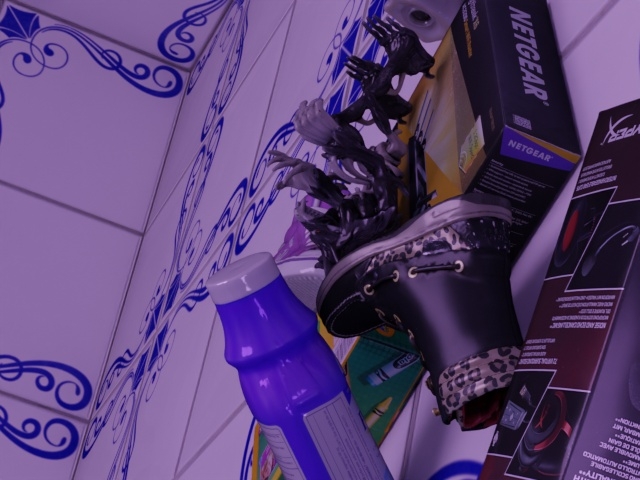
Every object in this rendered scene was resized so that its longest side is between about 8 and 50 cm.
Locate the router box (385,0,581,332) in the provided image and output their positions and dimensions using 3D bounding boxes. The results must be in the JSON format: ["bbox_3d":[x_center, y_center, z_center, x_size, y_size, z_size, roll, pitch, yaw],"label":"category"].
[{"bbox_3d":[0.143,-0.082,1.619,0.309,0.081,0.243,-89,24,-56],"label":"router box"}]

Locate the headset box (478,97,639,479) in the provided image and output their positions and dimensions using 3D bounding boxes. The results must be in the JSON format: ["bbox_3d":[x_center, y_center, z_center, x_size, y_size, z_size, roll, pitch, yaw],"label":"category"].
[{"bbox_3d":[0.202,0.103,0.797,0.110,0.218,0.293,166,124,-76],"label":"headset box"}]

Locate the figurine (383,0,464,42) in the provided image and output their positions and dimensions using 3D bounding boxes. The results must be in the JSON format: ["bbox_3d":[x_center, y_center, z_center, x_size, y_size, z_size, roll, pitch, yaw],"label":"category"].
[{"bbox_3d":[0.173,-0.361,1.953,0.209,0.092,0.215,-66,10,-24],"label":"figurine"}]

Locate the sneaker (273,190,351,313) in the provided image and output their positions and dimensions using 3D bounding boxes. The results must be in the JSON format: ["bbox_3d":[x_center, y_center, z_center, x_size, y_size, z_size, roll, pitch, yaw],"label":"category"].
[{"bbox_3d":[-0.001,0.000,2.042,0.161,0.102,0.282,-68,13,-9],"label":"sneaker"}]

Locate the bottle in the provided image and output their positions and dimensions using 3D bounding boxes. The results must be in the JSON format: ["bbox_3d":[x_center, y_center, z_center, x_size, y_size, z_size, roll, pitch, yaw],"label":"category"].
[{"bbox_3d":[-0.016,0.148,1.520,0.092,0.283,0.118,-27,12,-9],"label":"bottle"}]

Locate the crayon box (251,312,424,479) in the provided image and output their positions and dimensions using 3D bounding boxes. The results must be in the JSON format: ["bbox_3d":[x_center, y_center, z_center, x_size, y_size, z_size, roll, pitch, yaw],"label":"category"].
[{"bbox_3d":[0.015,0.165,1.754,0.165,0.081,0.278,-90,24,-57],"label":"crayon box"}]

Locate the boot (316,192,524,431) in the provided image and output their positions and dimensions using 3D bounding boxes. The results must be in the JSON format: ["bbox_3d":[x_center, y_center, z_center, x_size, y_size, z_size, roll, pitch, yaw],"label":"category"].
[{"bbox_3d":[0.087,0.083,1.426,0.236,0.085,0.179,-36,55,43],"label":"boot"}]

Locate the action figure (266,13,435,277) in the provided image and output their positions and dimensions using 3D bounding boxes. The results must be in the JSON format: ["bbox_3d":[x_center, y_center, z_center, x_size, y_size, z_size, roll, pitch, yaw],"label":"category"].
[{"bbox_3d":[0.021,-0.076,1.619,0.164,0.141,0.276,-47,23,56],"label":"action figure"}]
